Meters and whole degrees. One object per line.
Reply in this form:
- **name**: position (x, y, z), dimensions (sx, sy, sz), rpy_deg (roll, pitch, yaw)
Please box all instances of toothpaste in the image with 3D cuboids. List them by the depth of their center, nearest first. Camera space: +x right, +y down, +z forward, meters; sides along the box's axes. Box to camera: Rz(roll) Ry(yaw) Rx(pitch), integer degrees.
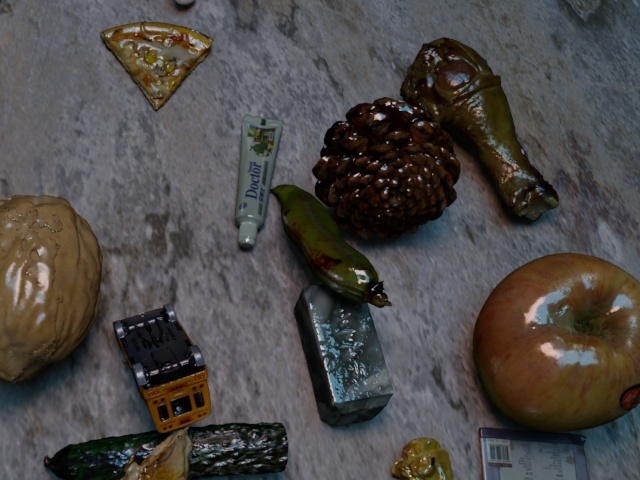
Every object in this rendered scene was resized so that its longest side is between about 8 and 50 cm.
- **toothpaste**: position (-0.103, -0.099, 1.110), dimensions (0.067, 0.037, 0.255), rpy_deg (7, 57, -4)

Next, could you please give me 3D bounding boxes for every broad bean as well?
- **broad bean**: position (0.000, 0.000, 0.993), dimensions (0.077, 0.061, 0.339), rpy_deg (-8, 38, -26)

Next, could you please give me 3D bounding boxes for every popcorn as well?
- **popcorn**: position (0.140, 0.295, 0.924), dimensions (0.084, 0.084, 0.084), rpy_deg (6, 61, -10)

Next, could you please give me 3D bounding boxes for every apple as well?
- **apple**: position (0.340, 0.142, 0.989), dimensions (0.261, 0.194, 0.260), rpy_deg (5, 60, -8)

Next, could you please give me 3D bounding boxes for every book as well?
- **book**: position (0.295, 0.372, 0.952), dimensions (0.158, 0.026, 0.231), rpy_deg (6, 60, -7)

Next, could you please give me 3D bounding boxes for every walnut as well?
- **walnut**: position (-0.369, 0.058, 0.875), dimensions (0.198, 0.198, 0.244), rpy_deg (1, 59, -13)

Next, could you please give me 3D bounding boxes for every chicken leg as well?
- **chicken leg**: position (0.250, -0.200, 1.186), dimensions (0.212, 0.140, 0.360), rpy_deg (-6, 60, -26)

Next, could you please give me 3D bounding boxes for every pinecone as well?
- **pinecone**: position (0.098, -0.113, 1.072), dimensions (0.222, 0.221, 0.221), rpy_deg (6, 61, -10)

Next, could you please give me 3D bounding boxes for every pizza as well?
- **pizza**: position (-0.205, 0.327, 0.784), dimensions (0.147, 0.069, 0.226), rpy_deg (6, 82, -54)
- **pizza**: position (-0.280, -0.297, 1.174), dimensions (0.185, 0.036, 0.176), rpy_deg (10, 60, -7)

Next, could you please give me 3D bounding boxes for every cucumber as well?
- **cucumber**: position (-0.188, 0.265, 0.873), dimensions (0.294, 0.067, 0.067), rpy_deg (-1, 62, -13)

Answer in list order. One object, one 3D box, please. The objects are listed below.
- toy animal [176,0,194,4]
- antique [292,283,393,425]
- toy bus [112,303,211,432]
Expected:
- **toy animal**: position (-0.247, -0.527, 1.218), dimensions (0.128, 0.193, 0.178), rpy_deg (22, 62, -4)
- **antique**: position (0.030, 0.155, 0.970), dimensions (0.088, 0.086, 0.182), rpy_deg (-8, 64, -16)
- **toy bus**: position (-0.200, 0.154, 0.890), dimensions (0.083, 0.088, 0.194), rpy_deg (-16, 24, -20)
